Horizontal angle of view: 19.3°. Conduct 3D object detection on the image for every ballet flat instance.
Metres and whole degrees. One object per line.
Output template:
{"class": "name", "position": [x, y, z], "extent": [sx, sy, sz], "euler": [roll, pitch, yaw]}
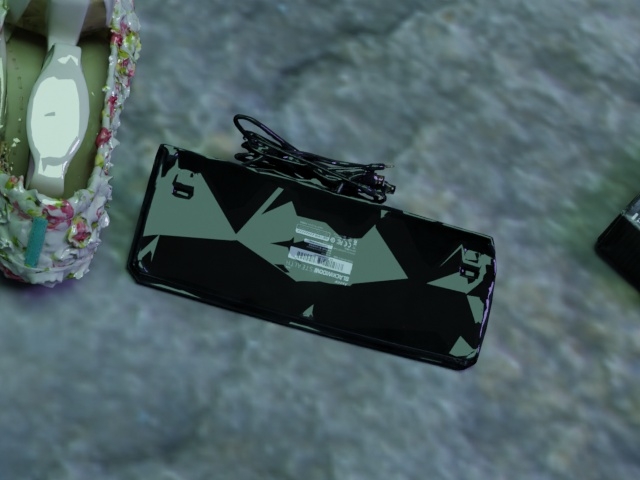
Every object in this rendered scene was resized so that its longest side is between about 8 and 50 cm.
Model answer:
{"class": "ballet flat", "position": [-0.132, -0.090, 0.965], "extent": [0.091, 0.077, 0.241], "euler": [4, 59, -15]}

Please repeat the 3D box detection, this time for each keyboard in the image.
{"class": "keyboard", "position": [0.000, 0.000, 0.990], "extent": [0.192, 0.038, 0.100], "euler": [17, 80, -9]}

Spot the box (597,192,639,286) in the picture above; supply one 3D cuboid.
{"class": "box", "position": [0.280, 0.003, 1.065], "extent": [0.184, 0.045, 0.190], "euler": [43, 57, 7]}
